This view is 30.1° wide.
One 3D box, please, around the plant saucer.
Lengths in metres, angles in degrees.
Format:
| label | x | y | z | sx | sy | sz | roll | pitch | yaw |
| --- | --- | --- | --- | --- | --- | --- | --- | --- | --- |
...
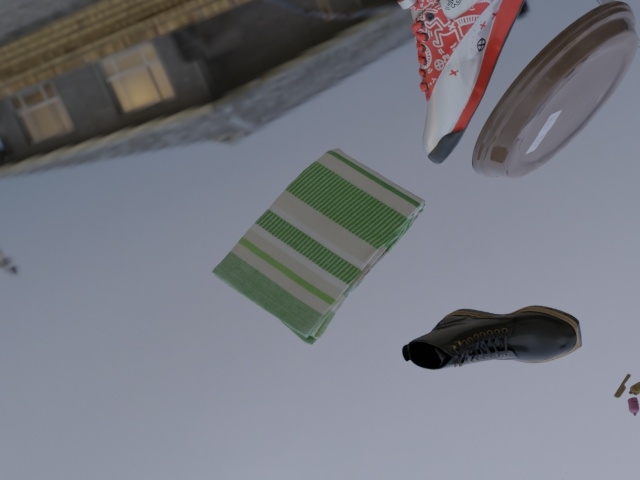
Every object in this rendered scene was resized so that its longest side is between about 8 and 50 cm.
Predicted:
| label | x | y | z | sx | sy | sz | roll | pitch | yaw |
| --- | --- | --- | --- | --- | --- | --- | --- | --- | --- |
| plant saucer | 0.300 | -0.176 | 1.489 | 0.278 | 0.041 | 0.278 | -38 | 160 | -17 |

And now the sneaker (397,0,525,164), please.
| label | x | y | z | sx | sy | sz | roll | pitch | yaw |
| --- | --- | --- | --- | --- | --- | --- | --- | --- | --- |
| sneaker | 0.123 | -0.224 | 1.252 | 0.145 | 0.270 | 0.090 | 23 | -156 | 1 |

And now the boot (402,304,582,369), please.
| label | x | y | z | sx | sy | sz | roll | pitch | yaw |
| --- | --- | --- | --- | --- | --- | --- | --- | --- | --- |
| boot | 0.216 | 0.135 | 1.506 | 0.198 | 0.077 | 0.137 | -6 | -172 | 36 |

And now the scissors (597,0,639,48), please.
| label | x | y | z | sx | sy | sz | roll | pitch | yaw |
| --- | --- | --- | --- | --- | --- | --- | --- | --- | --- |
| scissors | 0.362 | -0.391 | 1.651 | 0.109 | 0.297 | 0.021 | -53 | -178 | 12 |

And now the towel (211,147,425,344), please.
| label | x | y | z | sx | sy | sz | roll | pitch | yaw |
| --- | --- | --- | --- | --- | --- | --- | --- | --- | --- |
| towel | 0.000 | 0.000 | 2.106 | 0.248 | 0.038 | 0.325 | 34 | -104 | 29 |

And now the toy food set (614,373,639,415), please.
| label | x | y | z | sx | sy | sz | roll | pitch | yaw |
| --- | --- | --- | --- | --- | --- | --- | --- | --- | --- |
| toy food set | 0.611 | 0.301 | 2.212 | 0.122 | 0.019 | 0.078 | 29 | -114 | 24 |
